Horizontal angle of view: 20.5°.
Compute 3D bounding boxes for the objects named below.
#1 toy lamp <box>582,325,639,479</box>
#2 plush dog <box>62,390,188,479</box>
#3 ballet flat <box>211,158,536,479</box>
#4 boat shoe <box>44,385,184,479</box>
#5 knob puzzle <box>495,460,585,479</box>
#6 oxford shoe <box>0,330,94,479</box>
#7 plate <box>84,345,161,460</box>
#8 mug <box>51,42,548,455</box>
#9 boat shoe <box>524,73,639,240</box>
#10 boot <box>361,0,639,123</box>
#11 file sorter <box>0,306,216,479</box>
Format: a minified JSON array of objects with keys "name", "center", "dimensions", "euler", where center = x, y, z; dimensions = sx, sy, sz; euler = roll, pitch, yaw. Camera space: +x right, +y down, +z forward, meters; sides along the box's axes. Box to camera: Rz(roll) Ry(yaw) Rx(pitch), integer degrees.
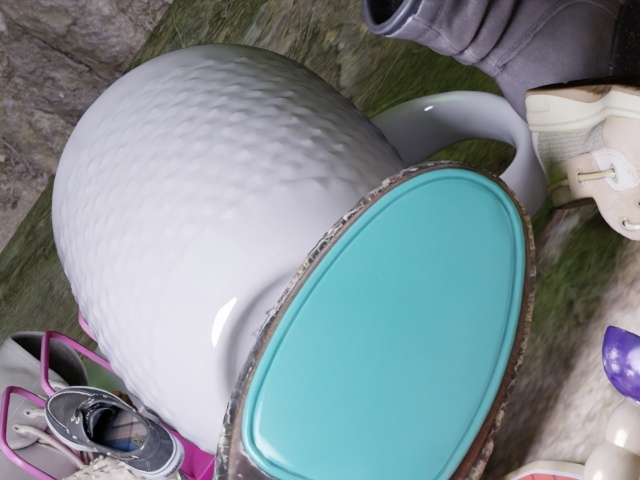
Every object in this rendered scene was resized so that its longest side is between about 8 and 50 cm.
[{"name":"toy lamp","center":[0.119,0.181,0.916],"dimensions":[0.274,0.080,0.080],"euler":[-64,17,-3]},{"name":"plush dog","center":[-0.188,0.257,1.338],"dimensions":[0.225,0.210,0.262],"euler":[-34,15,-11]},{"name":"ballet flat","center":[0.002,0.184,1.110],"dimensions":[0.182,0.164,0.482],"euler":[95,-165,-72]},{"name":"boat shoe","center":[-0.156,0.132,1.284],"dimensions":[0.142,0.040,0.049],"euler":[17,69,41]},{"name":"knob puzzle","center":[0.095,0.203,1.048],"dimensions":[0.213,0.030,0.213],"euler":[-50,18,23]},{"name":"oxford shoe","center":[-0.290,0.212,1.774],"dimensions":[0.130,0.169,0.449],"euler":[-37,23,6]},{"name":"plate","center":[-0.180,0.124,1.906],"dimensions":[0.278,0.045,0.277],"euler":[-56,20,10]},{"name":"mug","center":[0.000,0.000,1.342],"dimensions":[0.374,0.276,0.328],"euler":[-29,26,-5]},{"name":"boat shoe","center":[0.214,-0.052,1.094],"dimensions":[0.302,0.109,0.098],"euler":[-167,70,-72]},{"name":"boot","center":[0.149,-0.225,1.346],"dimensions":[0.118,0.223,0.338],"euler":[-46,20,33]},{"name":"file sorter","center":[-0.146,0.100,1.642],"dimensions":[0.290,0.182,0.202],"euler":[-54,17,8]}]
